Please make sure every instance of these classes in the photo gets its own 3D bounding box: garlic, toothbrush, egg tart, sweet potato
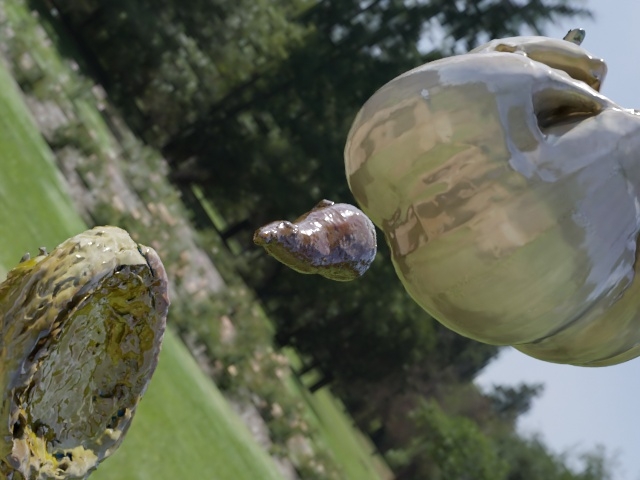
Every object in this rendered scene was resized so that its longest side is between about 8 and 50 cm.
[{"bbox_3d":[0.148,-0.015,0.838,0.281,0.203,0.184,37,41,-23],"label":"garlic"},{"bbox_3d":[0.196,-0.124,1.312,0.017,0.204,0.022,7,41,-32],"label":"toothbrush"},{"bbox_3d":[-0.243,0.101,1.247,0.107,0.290,0.291,21,-16,19],"label":"egg tart"},{"bbox_3d":[0.007,-0.001,1.095,0.068,0.068,0.226,57,14,12],"label":"sweet potato"}]
